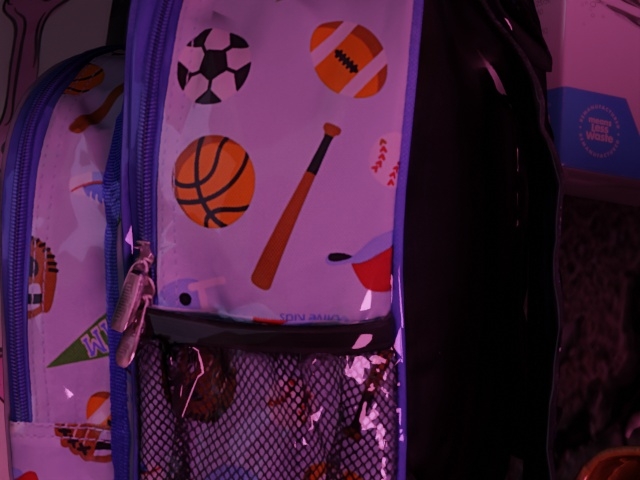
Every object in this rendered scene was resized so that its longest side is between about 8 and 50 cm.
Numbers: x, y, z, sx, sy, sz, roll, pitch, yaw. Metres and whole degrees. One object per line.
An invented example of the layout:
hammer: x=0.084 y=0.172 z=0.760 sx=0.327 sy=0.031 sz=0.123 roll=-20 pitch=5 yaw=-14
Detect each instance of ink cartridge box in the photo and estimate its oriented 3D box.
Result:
ink cartridge box: x=0.137 y=-0.112 z=0.711 sx=0.060 sy=0.104 sz=0.180 roll=-9 pitch=76 yaw=60

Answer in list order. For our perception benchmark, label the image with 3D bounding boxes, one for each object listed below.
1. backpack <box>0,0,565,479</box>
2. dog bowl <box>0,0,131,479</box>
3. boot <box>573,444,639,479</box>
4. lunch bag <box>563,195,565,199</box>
backpack: x=0.000 y=0.000 z=0.590 sx=0.276 sy=0.213 sz=0.263 roll=-43 pitch=-39 yaw=-76
dog bowl: x=-0.126 y=0.008 z=0.879 sx=0.408 sy=0.150 sz=0.408 roll=-2 pitch=-90 yaw=-82
boot: x=0.218 y=0.125 z=0.403 sx=0.295 sy=0.211 sz=0.104 roll=22 pitch=103 yaw=60
lunch bag: x=0.102 y=-0.047 z=0.781 sx=0.098 sy=0.065 sz=0.067 roll=67 pitch=-154 yaw=-77
